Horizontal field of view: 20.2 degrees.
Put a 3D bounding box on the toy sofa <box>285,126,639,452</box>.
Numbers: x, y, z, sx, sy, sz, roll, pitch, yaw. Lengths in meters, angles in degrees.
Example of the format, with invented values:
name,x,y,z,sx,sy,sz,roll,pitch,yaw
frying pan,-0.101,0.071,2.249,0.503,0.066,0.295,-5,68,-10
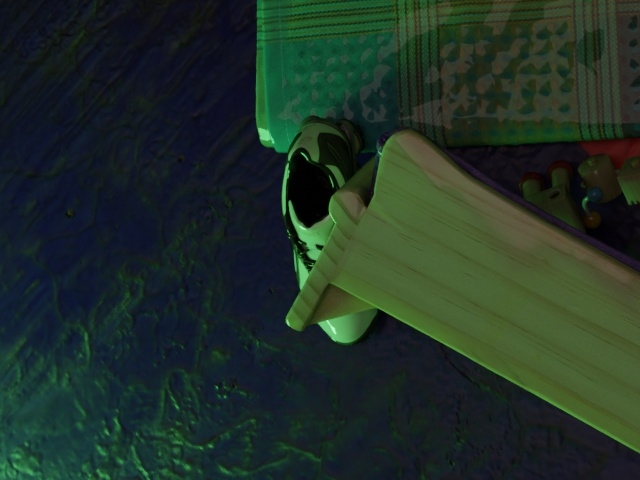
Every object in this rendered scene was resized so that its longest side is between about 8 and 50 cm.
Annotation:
name,x,y,z,sx,sy,sz,roll,pitch,yaw
toy sofa,0.174,0.053,1.328,0.362,0.150,0.177,28,108,6

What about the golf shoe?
name,x,y,z,sx,sy,sz,roll,pitch,yaw
golf shoe,0.000,0.000,1.473,0.077,0.094,0.198,-5,105,21

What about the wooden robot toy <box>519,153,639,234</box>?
name,x,y,z,sx,sy,sz,roll,pitch,yaw
wooden robot toy,0.200,-0.015,1.430,0.173,0.076,0.079,-21,117,22

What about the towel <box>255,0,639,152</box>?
name,x,y,z,sx,sy,sz,roll,pitch,yaw
towel,0.118,-0.210,1.471,0.370,0.040,0.272,-1,89,22
